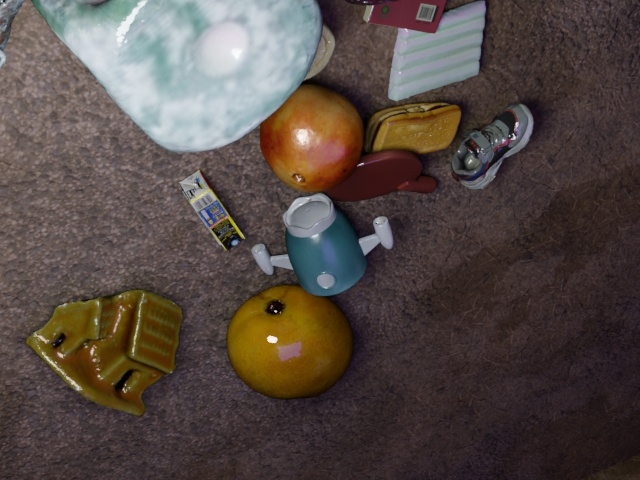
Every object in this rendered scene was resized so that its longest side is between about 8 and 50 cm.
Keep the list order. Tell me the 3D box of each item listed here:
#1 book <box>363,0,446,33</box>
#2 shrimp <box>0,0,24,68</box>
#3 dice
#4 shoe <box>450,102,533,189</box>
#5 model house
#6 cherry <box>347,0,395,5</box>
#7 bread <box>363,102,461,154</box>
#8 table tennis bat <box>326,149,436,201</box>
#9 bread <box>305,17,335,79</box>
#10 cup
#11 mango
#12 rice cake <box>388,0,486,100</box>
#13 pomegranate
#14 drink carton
[{"bbox_3d":[0.181,-0.503,1.966,0.162,0.022,0.231,2,118,-31],"label":"book"},{"bbox_3d":[-0.520,-0.316,1.556,0.166,0.221,0.411,3,152,-46],"label":"shrimp"},{"bbox_3d":[-0.223,-0.362,1.628,0.330,0.348,0.328,-42,141,-2],"label":"dice"},{"bbox_3d":[0.352,-0.211,2.298,0.126,0.099,0.227,12,124,-42],"label":"shoe"},{"bbox_3d":[-0.408,0.194,2.128,0.239,0.173,0.268,-45,139,12],"label":"model house"},{"bbox_3d":[0.094,-0.498,1.830,0.195,0.195,0.195,-17,134,-19],"label":"cherry"},{"bbox_3d":[0.189,-0.230,2.196,0.200,0.077,0.116,-13,134,-24],"label":"bread"},{"bbox_3d":[0.139,-0.128,2.237,0.200,0.038,0.310,-30,159,36],"label":"table tennis bat"},{"bbox_3d":[-0.064,-0.369,1.870,0.134,0.141,0.148,-40,136,11],"label":"bread"},{"bbox_3d":[0.000,0.000,2.225,0.300,0.167,0.173,-13,131,13],"label":"cup"},{"bbox_3d":[-0.054,0.237,2.365,0.264,0.221,0.378,-41,148,0],"label":"mango"},{"bbox_3d":[0.233,-0.379,2.121,0.198,0.037,0.189,-13,132,-21],"label":"rice cake"},{"bbox_3d":[-0.012,-0.193,2.011,0.209,0.209,0.209,-17,134,-19],"label":"pomegranate"},{"bbox_3d":[-0.214,-0.057,2.102,0.056,0.071,0.165,-31,137,0],"label":"drink carton"}]
